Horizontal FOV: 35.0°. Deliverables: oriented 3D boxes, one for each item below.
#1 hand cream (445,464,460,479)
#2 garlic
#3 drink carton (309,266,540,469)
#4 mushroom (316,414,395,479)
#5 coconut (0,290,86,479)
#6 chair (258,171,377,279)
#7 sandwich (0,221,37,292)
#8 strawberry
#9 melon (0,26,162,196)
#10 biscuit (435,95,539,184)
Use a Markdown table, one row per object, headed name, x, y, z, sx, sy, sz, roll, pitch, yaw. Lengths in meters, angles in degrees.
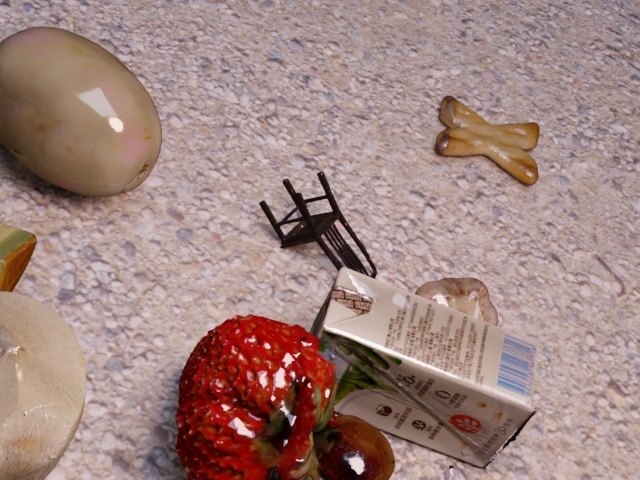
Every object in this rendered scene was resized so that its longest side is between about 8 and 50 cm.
| name | x | y | z | sx | sy | sz | roll | pitch | yaw |
| --- | --- | --- | --- | --- | --- | --- | --- | --- | --- |
| hand cream | 0.197 | 0.376 | 1.488 | 0.030 | 0.019 | 0.093 | 9 | 58 | -17 |
| garlic | 0.209 | 0.129 | 1.631 | 0.147 | 0.102 | 0.159 | 48 | 63 | 1 |
| drink carton | 0.141 | 0.190 | 1.493 | 0.325 | 0.194 | 0.132 | 21 | 47 | -4 |
| mushroom | 0.051 | 0.306 | 1.463 | 0.123 | 0.052 | 0.123 | 13 | 46 | -14 |
| coconut | -0.414 | 0.189 | 1.247 | 0.245 | 0.247 | 0.244 | 11 | 52 | -14 |
| chair | 0.000 | 0.000 | 1.680 | 0.084 | 0.101 | 0.212 | -45 | 114 | -39 |
| sandwich | -0.503 | 0.056 | 1.476 | 0.117 | 0.144 | 0.187 | 21 | 13 | -4 |
| strawberry | -0.098 | 0.230 | 1.328 | 0.258 | 0.261 | 0.261 | 11 | 47 | 14 |
| melon | -0.391 | -0.201 | 1.582 | 0.317 | 0.223 | 0.223 | 36 | 49 | 12 |
| biscuit | 0.325 | -0.195 | 1.965 | 0.208 | 0.047 | 0.164 | 18 | 50 | -6 |
